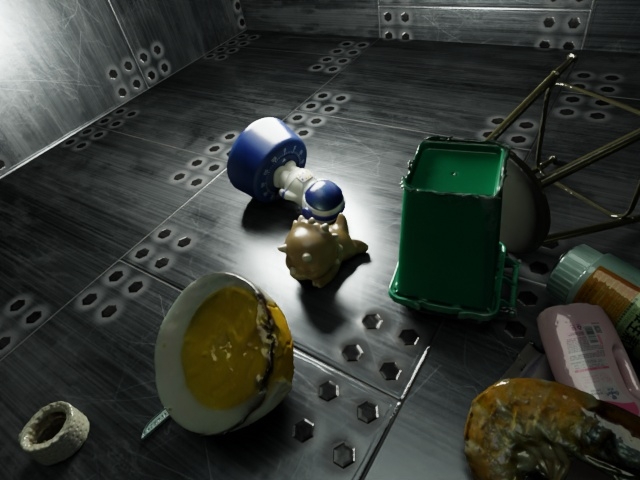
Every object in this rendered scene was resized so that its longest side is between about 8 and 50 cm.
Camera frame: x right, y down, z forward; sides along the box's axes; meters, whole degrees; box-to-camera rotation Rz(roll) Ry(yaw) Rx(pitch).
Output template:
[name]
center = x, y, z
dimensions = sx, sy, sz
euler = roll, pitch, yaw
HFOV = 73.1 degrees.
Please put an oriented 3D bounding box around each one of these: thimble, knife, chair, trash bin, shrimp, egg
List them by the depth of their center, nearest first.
[shrimp]
center = 0.438, 0.382, 0.661
dimensions = 0.444, 0.085, 0.273
euler = 9, 81, 36
[thimble]
center = -0.578, 0.422, 0.946
dimensions = 0.115, 0.090, 0.102
euler = -29, 49, -19
[egg]
center = -0.187, 0.252, 0.947
dimensions = 0.336, 0.201, 0.338
euler = -11, 62, 23
[trash bin]
center = 0.313, -0.013, 0.973
dimensions = 0.294, 0.382, 0.259
euler = 9, 48, 21
[knife]
center = -0.322, 0.370, 0.992
dimensions = 0.210, 0.015, 0.028
euler = -38, 55, -24
[chair]
center = 0.607, -0.190, 1.118
dimensions = 0.409, 0.362, 0.365
euler = -27, 45, -9

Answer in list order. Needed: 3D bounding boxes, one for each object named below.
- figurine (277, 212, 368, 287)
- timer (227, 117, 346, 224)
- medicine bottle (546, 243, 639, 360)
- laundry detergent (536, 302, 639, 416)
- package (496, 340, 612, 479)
[figurine]
center = 0.000, 0.004, 1.180
dimensions = 0.247, 0.173, 0.177
euler = -31, 46, -18
[timer]
center = -0.079, -0.189, 1.377
dimensions = 0.383, 0.271, 0.270
euler = 37, 61, 23
[medicine bottle]
center = 0.649, 0.146, 0.892
dimensions = 0.158, 0.158, 0.318
euler = -29, 46, -17
[laundry detergent]
center = 0.512, 0.281, 0.778
dimensions = 0.158, 0.088, 0.336
euler = -1, 57, -8
[package]
center = 0.451, 0.340, 0.818
dimensions = 0.203, 0.062, 0.250
euler = -37, 61, -24
